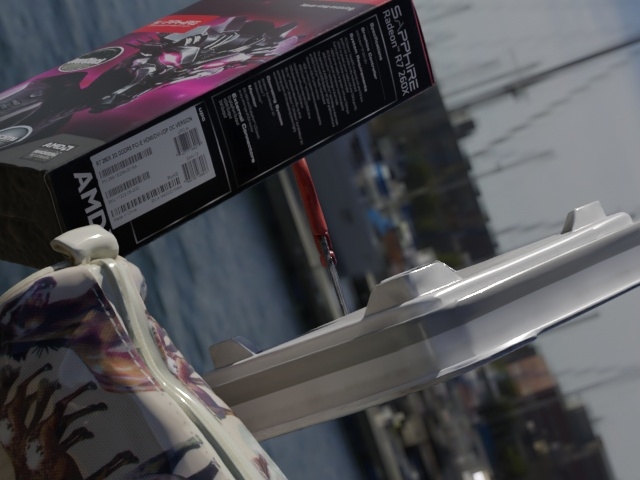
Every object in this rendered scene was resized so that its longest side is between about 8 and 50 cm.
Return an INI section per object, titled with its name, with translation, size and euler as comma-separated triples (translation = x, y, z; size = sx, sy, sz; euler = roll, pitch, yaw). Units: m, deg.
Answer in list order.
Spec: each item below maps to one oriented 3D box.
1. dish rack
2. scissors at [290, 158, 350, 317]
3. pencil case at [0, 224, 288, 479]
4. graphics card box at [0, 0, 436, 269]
[dish rack]
translation = 0.073, 0.055, 1.253
size = 0.333, 0.285, 0.072
euler = -19, 87, -48
[scissors]
translation = 0.000, 0.000, 1.776
size = 0.297, 0.021, 0.109
euler = -106, -179, -55
[pencil case]
translation = -0.070, 0.185, 1.028
size = 0.410, 0.183, 0.160
euler = 50, 22, 25
[graphics card box]
translation = -0.120, -0.099, 1.387
size = 0.233, 0.371, 0.094
euler = 12, -55, 48
